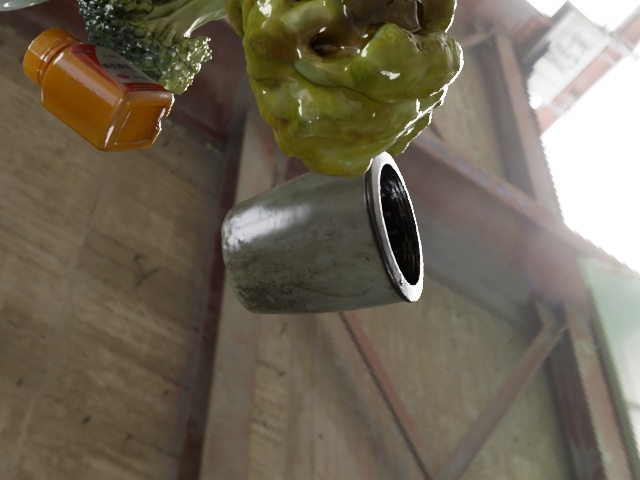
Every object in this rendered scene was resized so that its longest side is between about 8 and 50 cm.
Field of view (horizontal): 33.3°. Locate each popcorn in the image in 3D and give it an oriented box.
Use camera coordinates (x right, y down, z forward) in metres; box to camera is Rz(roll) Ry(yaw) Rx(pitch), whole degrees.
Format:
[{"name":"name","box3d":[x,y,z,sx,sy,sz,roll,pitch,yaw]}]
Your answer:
[{"name":"popcorn","box3d":[0.017,-0.207,1.059,0.235,0.242,0.250,-16,-110,-45]}]

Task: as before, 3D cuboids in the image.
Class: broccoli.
[{"name":"broccoli","box3d":[-0.299,-0.432,1.974,0.281,0.293,0.348,-22,-142,-16]}]

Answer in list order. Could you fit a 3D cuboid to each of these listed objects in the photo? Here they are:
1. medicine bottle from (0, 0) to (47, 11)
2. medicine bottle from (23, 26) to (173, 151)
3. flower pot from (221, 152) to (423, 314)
[{"name":"medicine bottle","box3d":[-0.491,-0.458,1.736,0.147,0.147,0.143,-74,-26,-57]},{"name":"medicine bottle","box3d":[-0.367,-0.246,1.729,0.222,0.112,0.149,37,-158,17]},{"name":"flower pot","box3d":[0.000,0.000,2.040,0.293,0.330,0.294,-11,-90,-71]}]
